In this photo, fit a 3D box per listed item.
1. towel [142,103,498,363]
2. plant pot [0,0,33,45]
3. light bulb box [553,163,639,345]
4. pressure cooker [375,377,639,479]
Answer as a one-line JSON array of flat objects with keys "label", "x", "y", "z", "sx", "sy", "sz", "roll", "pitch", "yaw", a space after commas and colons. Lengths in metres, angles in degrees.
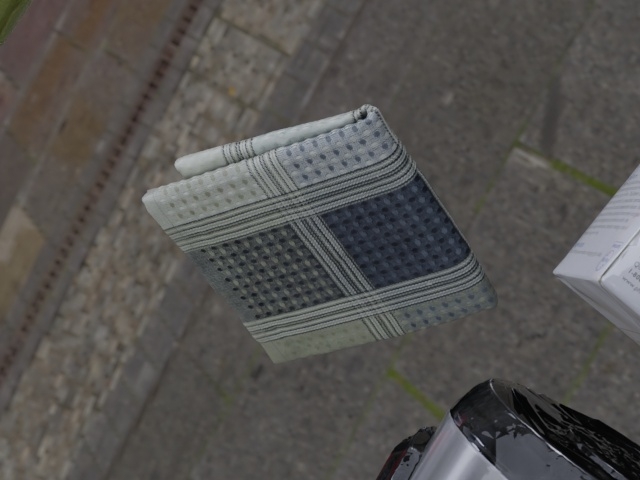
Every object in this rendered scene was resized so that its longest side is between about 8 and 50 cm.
[{"label": "towel", "x": 0.000, "y": 0.000, "z": 1.711, "sx": 0.324, "sy": 0.312, "sz": 0.056, "roll": -16, "pitch": 38, "yaw": 29}, {"label": "plant pot", "x": -0.326, "y": -0.320, "z": 1.381, "sx": 0.254, "sy": 0.276, "sz": 0.276, "roll": -58, "pitch": 29, "yaw": 26}, {"label": "light bulb box", "x": 0.496, "y": 0.007, "z": 1.505, "sx": 0.361, "sy": 0.358, "sz": 0.225, "roll": -50, "pitch": 4, "yaw": -1}, {"label": "pressure cooker", "x": 0.166, "y": 0.370, "z": 1.218, "sx": 0.420, "sy": 0.370, "sz": 0.375, "roll": -59, "pitch": 20, "yaw": 7}]
